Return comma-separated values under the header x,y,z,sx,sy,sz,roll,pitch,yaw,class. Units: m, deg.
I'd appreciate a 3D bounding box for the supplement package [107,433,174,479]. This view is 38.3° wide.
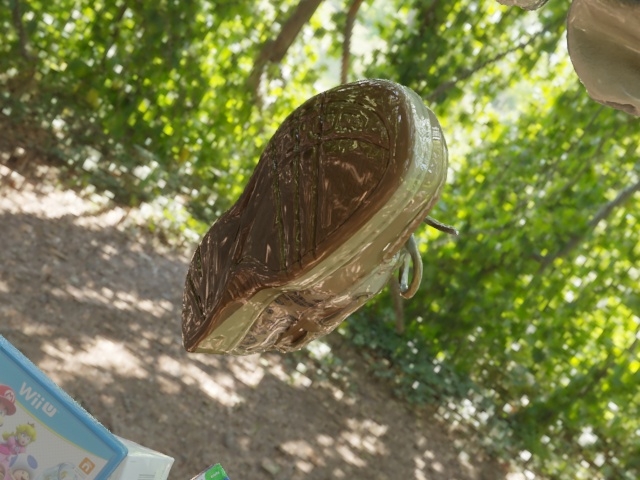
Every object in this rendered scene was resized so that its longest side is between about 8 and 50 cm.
x,y,z,sx,sy,sz,roll,pitch,yaw,class
-0.286,0.277,1.096,0.179,0.105,0.105,15,-8,25,supplement package

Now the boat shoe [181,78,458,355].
x,y,z,sx,sy,sz,roll,pitch,yaw,class
0.000,0.000,0.545,0.089,0.104,0.285,13,-25,-23,boat shoe

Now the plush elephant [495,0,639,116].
x,y,z,sx,sy,sz,roll,pitch,yaw,class
0.294,-0.211,0.690,0.255,0.272,0.330,53,26,-14,plush elephant

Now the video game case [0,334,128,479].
x,y,z,sx,sy,sz,roll,pitch,yaw,class
-0.211,0.151,0.550,0.119,0.166,0.015,40,1,7,video game case

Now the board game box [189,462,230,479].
x,y,z,sx,sy,sz,roll,pitch,yaw,class
-0.158,0.355,0.995,0.136,0.201,0.035,57,-28,3,board game box
